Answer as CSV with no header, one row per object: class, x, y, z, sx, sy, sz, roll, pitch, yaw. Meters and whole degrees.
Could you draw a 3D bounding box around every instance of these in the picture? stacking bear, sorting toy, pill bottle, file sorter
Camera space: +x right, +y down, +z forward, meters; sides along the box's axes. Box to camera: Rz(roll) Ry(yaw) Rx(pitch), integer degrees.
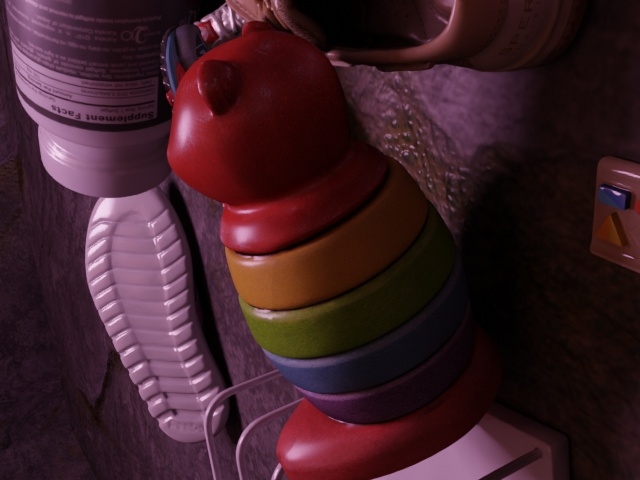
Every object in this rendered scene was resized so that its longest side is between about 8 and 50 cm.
stacking bear,0.000,0.000,0.490,0.164,0.175,0.289,-12,119,31
sorting toy,0.185,-0.008,0.403,0.083,0.012,0.062,32,131,51
pill bottle,-0.245,-0.239,0.834,0.210,0.210,0.363,53,146,32
file sorter,0.044,0.227,0.610,0.278,0.173,0.192,17,120,56

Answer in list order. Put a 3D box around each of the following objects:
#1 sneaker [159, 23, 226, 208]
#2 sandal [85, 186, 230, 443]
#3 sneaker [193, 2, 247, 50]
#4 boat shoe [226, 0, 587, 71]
sneaker,-0.050,-0.092,0.670,0.262,0.125,0.104,61,177,4
sandal,-0.247,0.109,1.123,0.102,0.169,0.416,-42,-60,-77
sneaker,-0.079,-0.203,0.698,0.161,0.075,0.057,-27,81,61
boat shoe,0.009,-0.183,0.499,0.341,0.110,0.121,25,123,49
